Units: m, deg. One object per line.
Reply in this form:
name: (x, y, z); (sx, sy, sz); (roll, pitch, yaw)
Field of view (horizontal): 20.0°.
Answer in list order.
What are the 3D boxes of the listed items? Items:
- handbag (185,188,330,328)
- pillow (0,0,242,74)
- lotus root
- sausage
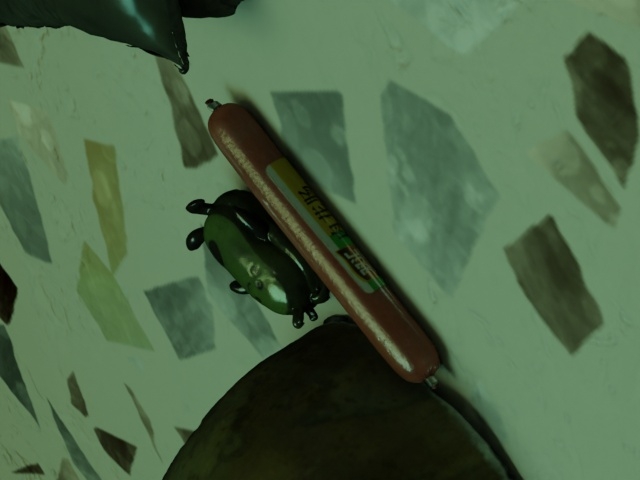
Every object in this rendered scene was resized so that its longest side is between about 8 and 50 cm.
handbag: (-0.034, 0.010, 1.116); (0.111, 0.047, 0.072); (41, 146, 31)
pillow: (-0.171, -0.266, 1.030); (0.228, 0.101, 0.326); (15, 131, 45)
lotus root: (0.007, 0.201, 1.112); (0.272, 0.192, 0.272); (27, 134, 32)
sausage: (0.000, 0.000, 1.075); (0.223, 0.029, 0.029); (51, 149, 12)
